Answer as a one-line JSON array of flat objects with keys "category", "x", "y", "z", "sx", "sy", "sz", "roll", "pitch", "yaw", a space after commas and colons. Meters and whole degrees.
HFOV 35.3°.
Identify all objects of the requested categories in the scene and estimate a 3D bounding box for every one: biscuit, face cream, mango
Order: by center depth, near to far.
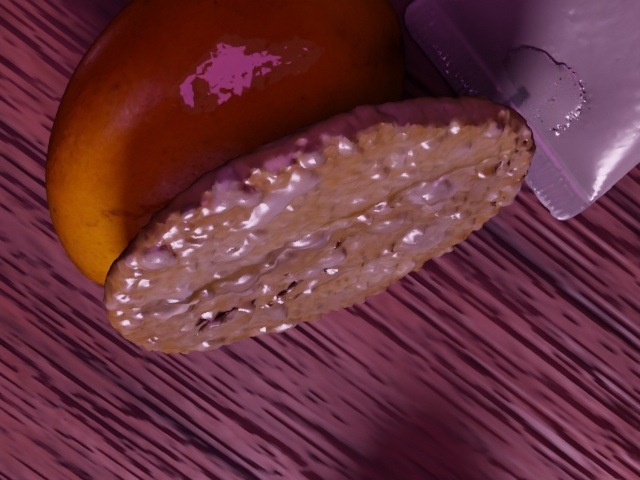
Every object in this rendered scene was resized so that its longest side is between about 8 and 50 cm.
[{"category": "face cream", "x": 0.199, "y": -0.143, "z": 0.461, "sx": 0.314, "sy": 0.089, "sz": 0.143, "roll": -36, "pitch": 102, "yaw": 23}, {"category": "biscuit", "x": -0.001, "y": -0.001, "z": 0.467, "sx": 0.219, "sy": 0.220, "sz": 0.033, "roll": -28, "pitch": 71, "yaw": 13}, {"category": "mango", "x": -0.054, "y": -0.050, "z": 0.488, "sx": 0.144, "sy": 0.112, "sz": 0.219, "roll": 18, "pitch": 127, "yaw": -44}]
